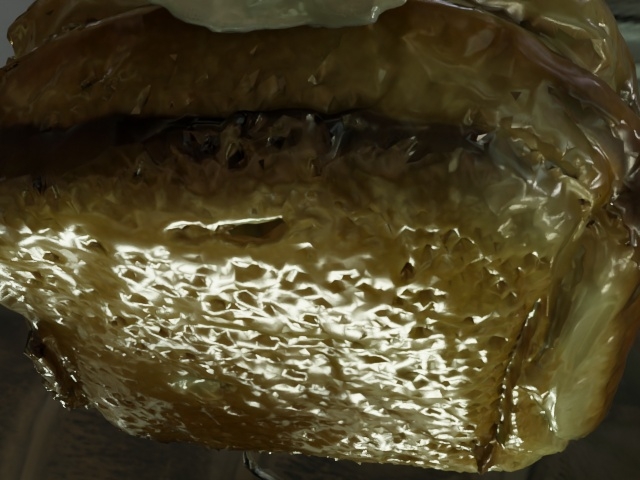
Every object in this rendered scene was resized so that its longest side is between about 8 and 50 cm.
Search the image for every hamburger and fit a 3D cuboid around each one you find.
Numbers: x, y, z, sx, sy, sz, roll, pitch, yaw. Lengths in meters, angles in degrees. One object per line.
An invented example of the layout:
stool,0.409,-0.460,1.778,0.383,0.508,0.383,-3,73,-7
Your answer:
hamburger,-0.004,-0.004,0.489,0.284,0.304,0.174,-1,-128,-1

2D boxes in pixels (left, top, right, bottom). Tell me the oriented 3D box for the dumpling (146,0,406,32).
dumpling,-0.035,-0.146,0.337,0.127,0.108,0.188,-23,-93,6

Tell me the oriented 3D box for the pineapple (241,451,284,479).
pineapple,-0.088,0.283,0.742,0.263,0.271,0.262,3,-66,7
